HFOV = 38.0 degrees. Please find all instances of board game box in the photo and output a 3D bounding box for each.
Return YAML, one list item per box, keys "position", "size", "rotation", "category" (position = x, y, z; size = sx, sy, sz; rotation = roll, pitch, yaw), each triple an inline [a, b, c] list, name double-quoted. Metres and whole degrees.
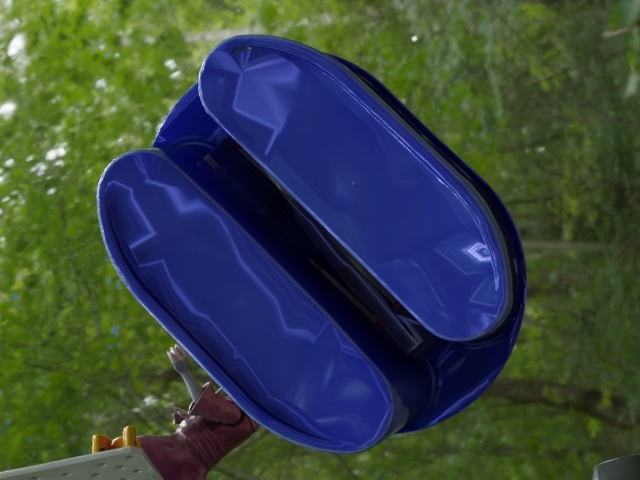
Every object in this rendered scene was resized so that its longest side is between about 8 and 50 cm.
- position: [-0.404, 0.425, 1.422]
  size: [0.390, 0.390, 0.050]
  rotation: [75, -176, -51]
  category: "board game box"

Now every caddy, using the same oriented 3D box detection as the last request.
- position: [0.000, 0.000, 0.715]
  size: [0.341, 0.241, 0.179]
  rotation: [45, -172, 8]
  category: "caddy"

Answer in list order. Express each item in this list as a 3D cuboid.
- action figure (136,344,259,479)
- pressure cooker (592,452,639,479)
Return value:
- position: [-0.220, 0.372, 1.681]
  size: [0.370, 0.276, 0.248]
  rotation: [-39, -28, -13]
  category: "action figure"
- position: [0.312, 0.391, 0.734]
  size: [0.376, 0.369, 0.420]
  rotation: [17, -140, 4]
  category: "pressure cooker"
